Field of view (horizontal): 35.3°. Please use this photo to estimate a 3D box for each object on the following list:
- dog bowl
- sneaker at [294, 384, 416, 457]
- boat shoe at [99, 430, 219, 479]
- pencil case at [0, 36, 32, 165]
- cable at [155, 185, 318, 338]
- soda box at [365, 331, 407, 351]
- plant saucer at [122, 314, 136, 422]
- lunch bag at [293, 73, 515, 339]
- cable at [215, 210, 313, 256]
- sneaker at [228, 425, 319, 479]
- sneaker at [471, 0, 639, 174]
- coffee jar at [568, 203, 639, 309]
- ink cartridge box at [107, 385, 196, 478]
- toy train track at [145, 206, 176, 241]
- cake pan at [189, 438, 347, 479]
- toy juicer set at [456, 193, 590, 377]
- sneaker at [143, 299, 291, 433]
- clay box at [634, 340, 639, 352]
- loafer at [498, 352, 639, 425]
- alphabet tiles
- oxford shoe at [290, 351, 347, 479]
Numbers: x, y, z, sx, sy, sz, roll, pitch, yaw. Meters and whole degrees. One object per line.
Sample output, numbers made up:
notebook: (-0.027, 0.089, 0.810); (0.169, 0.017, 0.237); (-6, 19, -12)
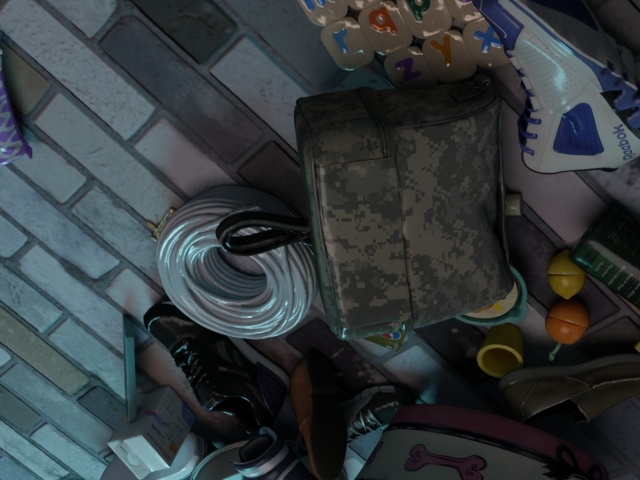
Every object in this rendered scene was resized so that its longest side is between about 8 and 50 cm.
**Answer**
dog bowl: (0.258, 0.381, 1.549); (0.408, 0.150, 0.408); (18, 159, 7)
sneaker: (0.052, 0.326, 1.680); (0.229, 0.132, 0.086); (-21, 117, 33)
boat shoe: (-0.306, 0.449, 1.938); (0.301, 0.108, 0.102); (-30, 135, 31)
pencil case: (-0.493, -0.209, 1.491); (0.088, 0.086, 0.206); (-9, 130, -7)
cable: (-0.126, 0.036, 1.545); (0.257, 0.089, 0.257); (-4, 126, 24)
soda box: (0.110, 0.099, 1.486); (0.061, 0.058, 0.181); (21, 152, 4)
plant saucer: (-0.337, 0.227, 1.779); (0.018, 0.067, 0.192); (-5, 121, -14)
lunch bag: (0.112, -0.043, 1.270); (0.256, 0.212, 0.305); (-9, 115, -2)
cable: (0.000, 0.000, 1.402); (0.287, 0.072, 0.139); (9, 134, -41)
sneaker: (-0.102, 0.406, 1.692); (0.153, 0.099, 0.282); (49, 144, -4)
sneaker: (0.277, -0.172, 1.189); (0.315, 0.127, 0.182); (34, 131, -19)
coffee jar: (0.421, 0.041, 1.306); (0.184, 0.096, 0.079); (39, 136, 13)
ink cartridge box: (-0.308, 0.352, 1.828); (0.090, 0.143, 0.092); (-20, 118, 32)
toy train track: (-0.250, -0.023, 1.591); (0.048, 0.014, 0.083); (34, 130, -8)
cake pan: (-0.096, 0.472, 1.850); (0.293, 0.054, 0.293); (-1, 132, -1)
toy juicer set: (0.256, 0.053, 1.414); (0.209, 0.089, 0.329); (-20, 118, 32)
sneaker: (-0.181, 0.212, 1.681); (0.283, 0.124, 0.107); (35, 131, -8)
clay box: (0.537, 0.114, 1.349); (0.127, 0.053, 0.222); (47, 135, 21)
loafer: (0.390, 0.227, 1.468); (0.251, 0.087, 0.094); (-9, 149, 7)
alphabet tiles: (0.112, -0.310, 1.220); (0.284, 0.021, 0.278); (-17, 122, 31)
oxford shoe: (-0.008, 0.295, 1.648); (0.076, 0.212, 0.076); (15, 144, -35)
